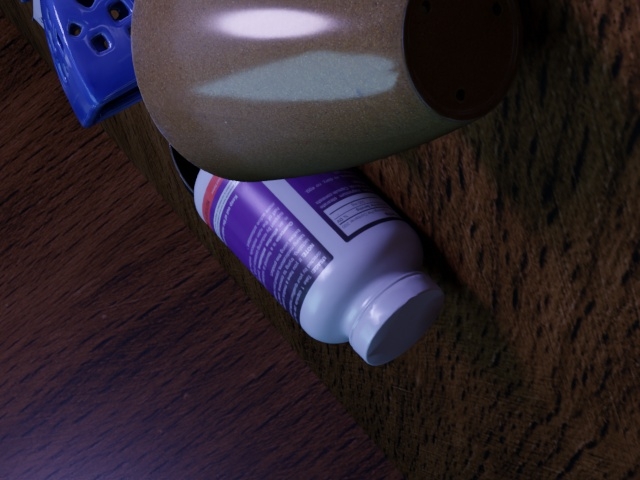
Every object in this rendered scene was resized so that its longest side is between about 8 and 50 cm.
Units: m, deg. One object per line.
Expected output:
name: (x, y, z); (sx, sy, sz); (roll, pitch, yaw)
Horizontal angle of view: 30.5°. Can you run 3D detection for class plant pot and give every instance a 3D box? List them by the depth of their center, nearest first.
plant pot: (0.023, -0.153, 0.898); (0.254, 0.237, 0.237); (11, 140, 50)
plant pot: (-0.218, -0.282, 1.349); (0.212, 0.236, 0.236); (60, 168, -5)

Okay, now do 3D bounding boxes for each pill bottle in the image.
pill bottle: (0.000, 0.000, 1.451); (0.323, 0.181, 0.181); (46, 167, 26)

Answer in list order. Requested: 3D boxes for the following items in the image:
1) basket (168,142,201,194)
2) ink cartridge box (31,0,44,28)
basket: (-0.138, -0.116, 1.724); (0.204, 0.154, 0.227); (54, 172, -2)
ink cartridge box: (-0.313, -0.359, 1.607); (0.065, 0.165, 0.332); (52, 169, -8)
